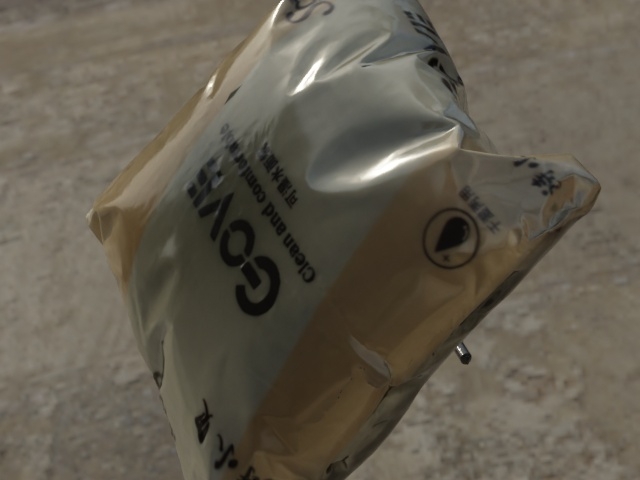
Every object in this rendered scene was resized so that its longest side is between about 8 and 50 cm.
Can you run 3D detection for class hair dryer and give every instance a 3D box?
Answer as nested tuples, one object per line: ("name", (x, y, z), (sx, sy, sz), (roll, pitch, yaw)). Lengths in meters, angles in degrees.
("hair dryer", (0.134, 0.104, 1.473), (0.047, 0.026, 0.083), (-18, 33, -8))

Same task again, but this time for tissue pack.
("tissue pack", (0.000, 0.000, 1.099), (0.390, 0.195, 0.375), (-50, 42, 20))
